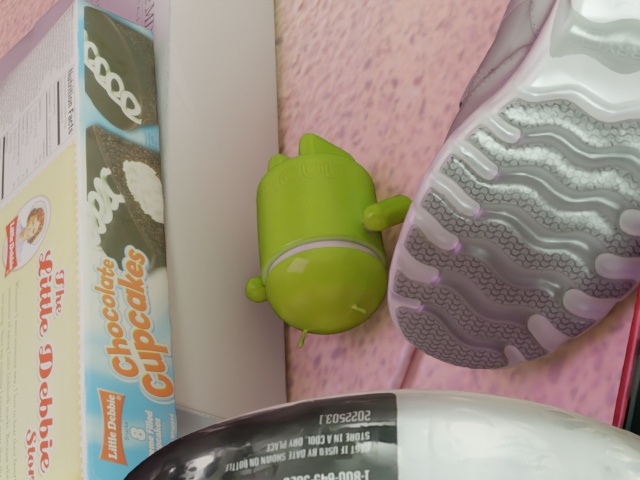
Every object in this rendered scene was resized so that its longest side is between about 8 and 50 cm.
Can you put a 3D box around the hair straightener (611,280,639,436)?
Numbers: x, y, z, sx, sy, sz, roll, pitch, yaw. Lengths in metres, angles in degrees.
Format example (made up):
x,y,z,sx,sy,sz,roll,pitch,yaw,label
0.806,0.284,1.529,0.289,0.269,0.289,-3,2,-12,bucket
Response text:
x,y,z,sx,sy,sz,roll,pitch,yaw,label
0.137,0.113,0.504,0.089,0.047,0.230,7,78,55,hair straightener

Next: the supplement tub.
x,y,z,sx,sy,sz,roll,pitch,yaw,label
0.028,0.230,0.375,0.207,0.207,0.338,-30,48,41,supplement tub

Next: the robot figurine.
x,y,z,sx,sy,sz,roll,pitch,yaw,label
0.000,0.000,0.733,0.101,0.067,0.115,-31,48,30,robot figurine

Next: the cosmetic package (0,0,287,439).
x,y,z,sx,sy,sz,roll,pitch,yaw,label
-0.148,-0.003,0.909,0.284,0.097,0.377,-34,47,41,cosmetic package

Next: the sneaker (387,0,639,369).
x,y,z,sx,sy,sz,roll,pitch,yaw,label
0.122,-0.068,0.612,0.281,0.105,0.115,-61,5,13,sneaker

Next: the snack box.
x,y,z,sx,sy,sz,roll,pitch,yaw,label
-0.162,0.039,0.773,0.187,0.060,0.322,-38,45,35,snack box
